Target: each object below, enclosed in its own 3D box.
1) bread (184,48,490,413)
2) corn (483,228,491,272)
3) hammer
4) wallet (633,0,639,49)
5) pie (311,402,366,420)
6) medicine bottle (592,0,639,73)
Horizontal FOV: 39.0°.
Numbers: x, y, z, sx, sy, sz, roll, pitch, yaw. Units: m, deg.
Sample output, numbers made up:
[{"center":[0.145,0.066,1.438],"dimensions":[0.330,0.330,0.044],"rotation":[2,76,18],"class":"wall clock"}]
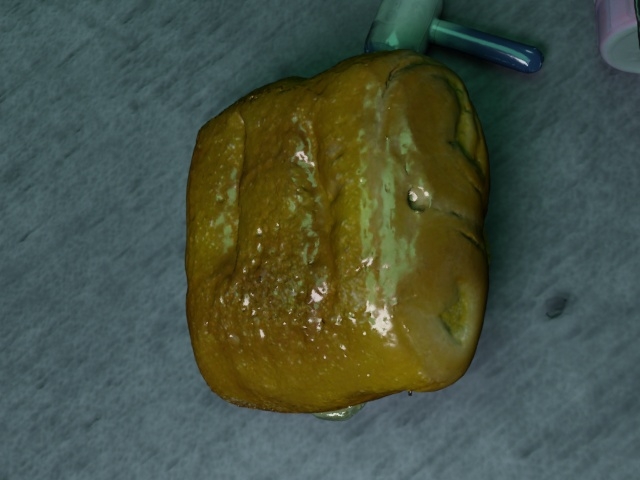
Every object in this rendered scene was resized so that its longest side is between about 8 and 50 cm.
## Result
[{"center":[-0.006,-0.002,0.872],"dimensions":[0.337,0.148,0.328],"rotation":[-10,70,41],"class":"bread"},{"center":[0.115,-0.059,0.945],"dimensions":[0.091,0.091,0.260],"rotation":[-14,69,9],"class":"corn"},{"center":[0.151,-0.220,0.999],"dimensions":[0.194,0.069,0.116],"rotation":[20,78,14],"class":"hammer"},{"center":[0.378,-0.308,0.852],"dimensions":[0.247,0.041,0.323],"rotation":[-5,83,-20],"class":"wallet"},{"center":[0.013,0.147,0.944],"dimensions":[0.084,0.020,0.084],"rotation":[-4,75,13],"class":"pie"},{"center":[0.345,-0.271,0.927],"dimensions":[0.135,0.135,0.168],"rotation":[-1,74,14],"class":"medicine bottle"}]
